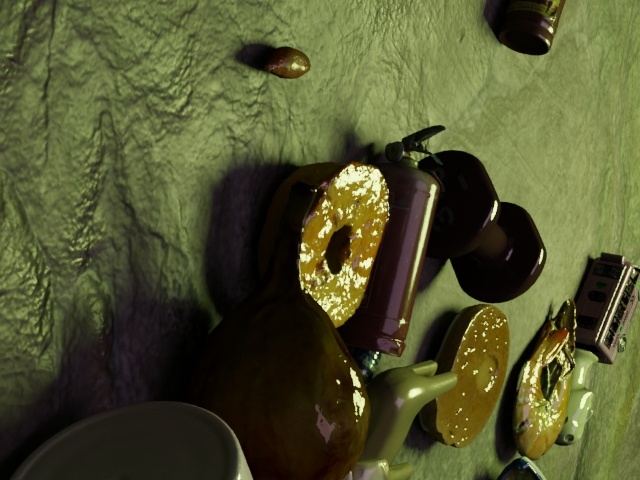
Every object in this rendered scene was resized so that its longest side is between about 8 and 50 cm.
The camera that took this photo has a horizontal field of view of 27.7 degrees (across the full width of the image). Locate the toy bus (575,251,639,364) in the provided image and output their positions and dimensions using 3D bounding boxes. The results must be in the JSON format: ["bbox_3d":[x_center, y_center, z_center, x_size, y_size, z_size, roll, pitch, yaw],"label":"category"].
[{"bbox_3d":[0.481,0.111,2.189,0.098,0.086,0.178,47,62,-45],"label":"toy bus"}]

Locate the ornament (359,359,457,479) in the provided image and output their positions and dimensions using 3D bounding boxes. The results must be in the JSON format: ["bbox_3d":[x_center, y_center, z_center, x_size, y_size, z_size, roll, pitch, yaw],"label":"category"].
[{"bbox_3d":[0.055,0.262,1.574,0.245,0.061,0.230,-4,120,-59],"label":"ornament"}]

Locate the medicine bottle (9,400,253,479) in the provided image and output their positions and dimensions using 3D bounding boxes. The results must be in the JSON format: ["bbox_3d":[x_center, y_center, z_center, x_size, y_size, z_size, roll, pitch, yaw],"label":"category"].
[{"bbox_3d":[-0.132,0.328,1.137,0.256,0.256,0.325,-44,132,-42],"label":"medicine bottle"}]

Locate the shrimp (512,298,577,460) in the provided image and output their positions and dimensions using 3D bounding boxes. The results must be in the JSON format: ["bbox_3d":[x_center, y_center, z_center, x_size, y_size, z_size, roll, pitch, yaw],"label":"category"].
[{"bbox_3d":[0.356,0.214,2.056,0.145,0.061,0.267,36,71,-45],"label":"shrimp"}]

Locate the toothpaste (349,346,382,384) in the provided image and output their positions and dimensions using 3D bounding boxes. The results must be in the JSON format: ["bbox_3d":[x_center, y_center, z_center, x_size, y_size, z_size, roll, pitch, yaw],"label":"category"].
[{"bbox_3d":[0.069,0.105,1.591,0.062,0.037,0.216,49,56,-37],"label":"toothpaste"}]

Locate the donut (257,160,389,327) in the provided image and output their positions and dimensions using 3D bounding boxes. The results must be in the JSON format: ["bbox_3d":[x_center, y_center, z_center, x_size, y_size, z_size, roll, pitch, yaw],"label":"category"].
[{"bbox_3d":[-0.001,0.000,1.411,0.174,0.074,0.190,-9,111,-58],"label":"donut"}]

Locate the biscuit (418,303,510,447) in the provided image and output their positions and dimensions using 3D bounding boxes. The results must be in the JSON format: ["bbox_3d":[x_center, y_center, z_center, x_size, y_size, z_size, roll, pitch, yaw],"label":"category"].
[{"bbox_3d":[0.198,0.186,1.803,0.181,0.049,0.208,50,58,-51],"label":"biscuit"}]

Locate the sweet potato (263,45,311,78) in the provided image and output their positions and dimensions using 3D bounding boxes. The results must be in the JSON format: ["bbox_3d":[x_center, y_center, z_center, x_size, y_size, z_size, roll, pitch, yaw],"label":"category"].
[{"bbox_3d":[-0.033,-0.183,1.341,0.095,0.034,0.034,-16,113,-66],"label":"sweet potato"}]

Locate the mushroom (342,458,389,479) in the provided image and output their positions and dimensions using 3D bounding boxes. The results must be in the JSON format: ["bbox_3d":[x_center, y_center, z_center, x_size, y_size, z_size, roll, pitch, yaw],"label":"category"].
[{"bbox_3d":[-0.055,0.398,1.387,0.137,0.154,0.407,10,99,-64],"label":"mushroom"}]

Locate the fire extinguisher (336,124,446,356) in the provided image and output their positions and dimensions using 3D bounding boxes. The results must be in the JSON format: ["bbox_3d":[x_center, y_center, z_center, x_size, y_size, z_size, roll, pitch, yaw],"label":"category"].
[{"bbox_3d":[0.085,-0.004,1.513,0.105,0.104,0.269,20,83,-58],"label":"fire extinguisher"}]

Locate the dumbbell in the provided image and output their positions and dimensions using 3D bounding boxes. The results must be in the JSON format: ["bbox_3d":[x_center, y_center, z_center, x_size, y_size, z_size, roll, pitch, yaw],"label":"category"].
[{"bbox_3d":[0.193,-0.014,1.648,0.225,0.124,0.140,37,30,-55],"label":"dumbbell"}]

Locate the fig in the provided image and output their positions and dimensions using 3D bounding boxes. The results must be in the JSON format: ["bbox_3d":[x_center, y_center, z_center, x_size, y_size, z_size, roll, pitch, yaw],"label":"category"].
[{"bbox_3d":[-0.018,0.105,1.297,0.190,0.190,0.290,35,74,-56],"label":"fig"}]

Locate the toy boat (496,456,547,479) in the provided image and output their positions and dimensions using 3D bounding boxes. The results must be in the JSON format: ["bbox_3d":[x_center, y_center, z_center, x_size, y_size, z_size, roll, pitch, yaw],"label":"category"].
[{"bbox_3d":[0.304,0.454,1.984,0.115,0.114,0.262,-16,108,-68],"label":"toy boat"}]

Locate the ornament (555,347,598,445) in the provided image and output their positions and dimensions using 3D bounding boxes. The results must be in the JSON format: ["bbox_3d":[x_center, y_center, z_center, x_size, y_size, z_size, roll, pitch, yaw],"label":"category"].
[{"bbox_3d":[0.412,0.261,2.138,0.075,0.081,0.156,47,56,-57],"label":"ornament"}]

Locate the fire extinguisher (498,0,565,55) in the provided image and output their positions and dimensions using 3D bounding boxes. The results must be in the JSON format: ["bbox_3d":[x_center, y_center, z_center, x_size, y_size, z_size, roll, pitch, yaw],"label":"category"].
[{"bbox_3d":[0.314,-0.376,1.800,0.106,0.075,0.252,90,18,-75],"label":"fire extinguisher"}]
